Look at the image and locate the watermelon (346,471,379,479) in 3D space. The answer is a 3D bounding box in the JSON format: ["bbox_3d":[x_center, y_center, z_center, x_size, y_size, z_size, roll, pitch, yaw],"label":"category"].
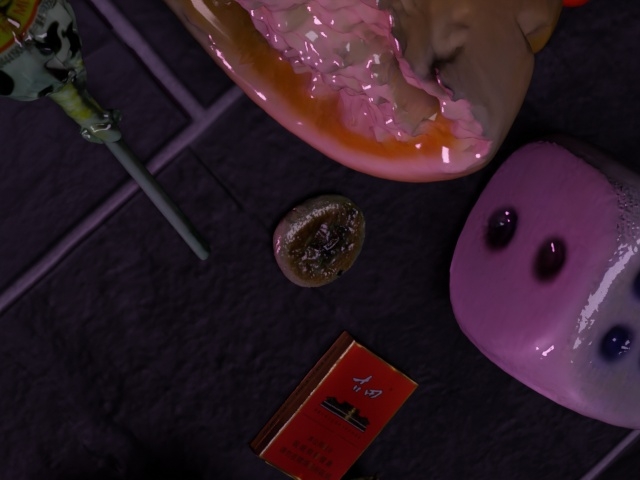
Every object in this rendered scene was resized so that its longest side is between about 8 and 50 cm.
[{"bbox_3d":[0.015,0.356,1.195,0.123,0.129,0.301,14,66,-17],"label":"watermelon"}]

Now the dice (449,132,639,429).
[{"bbox_3d":[0.237,0.032,1.147,0.193,0.192,0.194,22,103,-31],"label":"dice"}]

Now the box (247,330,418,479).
[{"bbox_3d":[0.012,0.152,1.195,0.133,0.023,0.090,-50,126,3],"label":"box"}]

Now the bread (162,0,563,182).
[{"bbox_3d":[0.004,-0.231,0.827,0.245,0.329,0.424,-38,122,-5],"label":"bread"}]

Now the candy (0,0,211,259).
[{"bbox_3d":[-0.157,-0.074,0.980,0.083,0.091,0.305,-21,133,17],"label":"candy"}]

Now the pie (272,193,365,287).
[{"bbox_3d":[0.001,0.001,1.119,0.084,0.021,0.084,-10,117,-21],"label":"pie"}]

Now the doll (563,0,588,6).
[{"bbox_3d":[0.188,-0.339,1.011,0.200,0.105,0.336,-1,121,-24],"label":"doll"}]
